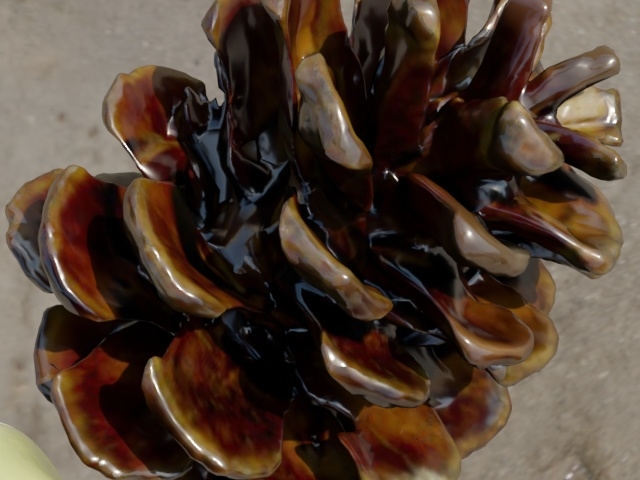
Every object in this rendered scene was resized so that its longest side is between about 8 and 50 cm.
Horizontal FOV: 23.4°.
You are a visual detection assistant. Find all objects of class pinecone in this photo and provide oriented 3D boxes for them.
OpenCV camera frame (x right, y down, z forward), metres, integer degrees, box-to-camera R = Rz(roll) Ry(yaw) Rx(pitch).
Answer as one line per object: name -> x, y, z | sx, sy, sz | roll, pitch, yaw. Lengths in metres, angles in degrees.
pinecone -> 0.000, 0.000, 0.667 | 0.244, 0.244, 0.309 | 55, 137, 12

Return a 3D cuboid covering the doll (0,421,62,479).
doll -> -0.090, 0.153, 0.582 | 0.296, 0.117, 0.141 | 19, 137, 38
